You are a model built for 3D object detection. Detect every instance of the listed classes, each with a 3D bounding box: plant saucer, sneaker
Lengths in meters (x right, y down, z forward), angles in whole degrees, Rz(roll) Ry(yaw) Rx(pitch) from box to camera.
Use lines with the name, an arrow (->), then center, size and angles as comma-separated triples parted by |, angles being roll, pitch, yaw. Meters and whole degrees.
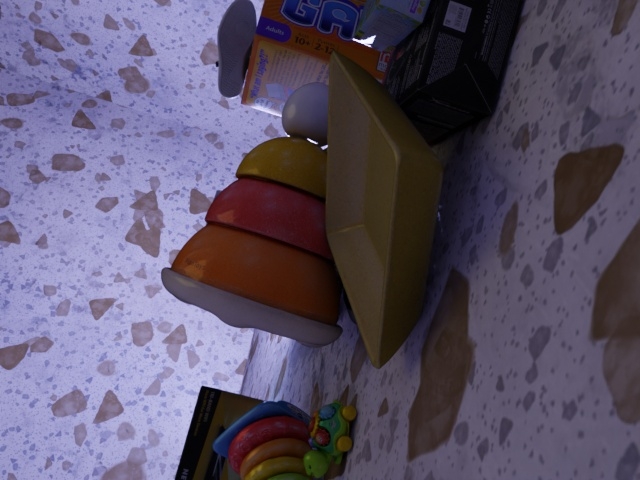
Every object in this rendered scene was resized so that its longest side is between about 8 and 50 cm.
plant saucer -> 0.080, -0.053, 0.869 | 0.333, 0.080, 0.333 | -109, 17, -52
sneaker -> -0.225, -0.519, 1.634 | 0.151, 0.094, 0.256 | -98, 21, -53

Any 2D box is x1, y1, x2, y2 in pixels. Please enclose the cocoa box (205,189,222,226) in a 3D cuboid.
cocoa box -> -0.152, 0.030, 1.714 | 0.231, 0.347, 0.228 | -111, 38, -76

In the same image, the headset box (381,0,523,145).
headset box -> 0.176, -0.273, 0.938 | 0.293, 0.110, 0.218 | 168, 118, -81

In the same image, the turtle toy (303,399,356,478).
turtle toy -> 0.011, 0.324, 1.028 | 0.095, 0.066, 0.130 | 121, 164, -60

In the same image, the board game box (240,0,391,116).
board game box -> 0.017, -0.539, 1.656 | 0.356, 0.356, 0.356 | 132, 152, -71

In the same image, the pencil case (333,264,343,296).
pencil case -> 0.000, 0.000, 1.427 | 0.167, 0.160, 0.386 | 62, -140, -71

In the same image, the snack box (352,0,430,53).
snack box -> 0.120, -0.378, 0.896 | 0.207, 0.070, 0.175 | -132, 63, -82

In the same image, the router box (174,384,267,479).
router box -> -0.225, 0.545, 1.567 | 0.081, 0.242, 0.309 | 128, 157, -69

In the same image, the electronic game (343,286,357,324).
electronic game -> 0.098, 0.035, 1.068 | 0.229, 0.048, 0.229 | -162, 90, -74

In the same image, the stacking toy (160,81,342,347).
stacking toy -> -0.061, -0.070, 1.173 | 0.350, 0.350, 0.480 | 173, 117, -81

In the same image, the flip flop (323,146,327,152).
flip flop -> 0.015, -0.152, 1.861 | 0.080, 0.112, 0.277 | 54, 129, 47

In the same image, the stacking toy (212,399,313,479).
stacking toy -> -0.067, 0.447, 1.096 | 0.165, 0.175, 0.302 | -40, 35, 11
